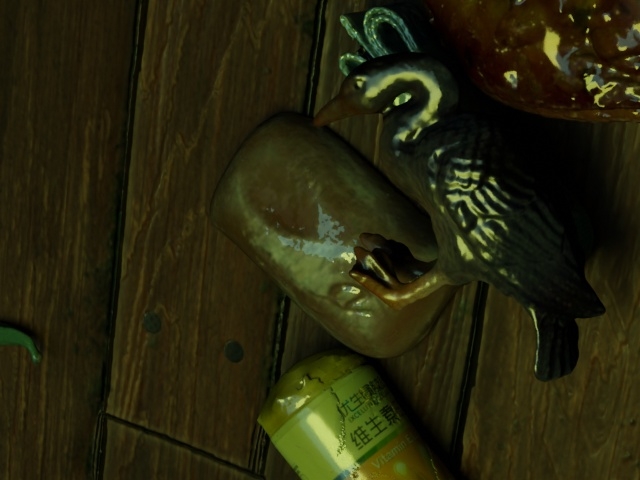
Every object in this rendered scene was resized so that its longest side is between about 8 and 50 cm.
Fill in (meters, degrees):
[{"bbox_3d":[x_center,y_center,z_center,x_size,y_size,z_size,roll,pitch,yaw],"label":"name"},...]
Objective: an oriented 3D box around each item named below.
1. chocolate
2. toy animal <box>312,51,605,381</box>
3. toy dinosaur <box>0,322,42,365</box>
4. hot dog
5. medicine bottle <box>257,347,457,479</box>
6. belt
[{"bbox_3d":[0.001,0.001,1.580,0.261,0.083,0.161,38,118,16],"label":"chocolate"},{"bbox_3d":[0.117,-0.017,1.400,0.298,0.122,0.185,43,114,9],"label":"toy animal"},{"bbox_3d":[-0.435,0.082,1.856,0.292,0.079,0.120,-6,123,26],"label":"toy dinosaur"},{"bbox_3d":[0.233,-0.232,1.321,0.388,0.174,0.267,2,114,30],"label":"hot dog"},{"bbox_3d":[0.046,0.212,1.593,0.124,0.124,0.239,-42,81,32],"label":"medicine bottle"},{"bbox_3d":[0.122,-0.084,1.489,0.087,0.072,0.302,-43,81,29],"label":"belt"}]
